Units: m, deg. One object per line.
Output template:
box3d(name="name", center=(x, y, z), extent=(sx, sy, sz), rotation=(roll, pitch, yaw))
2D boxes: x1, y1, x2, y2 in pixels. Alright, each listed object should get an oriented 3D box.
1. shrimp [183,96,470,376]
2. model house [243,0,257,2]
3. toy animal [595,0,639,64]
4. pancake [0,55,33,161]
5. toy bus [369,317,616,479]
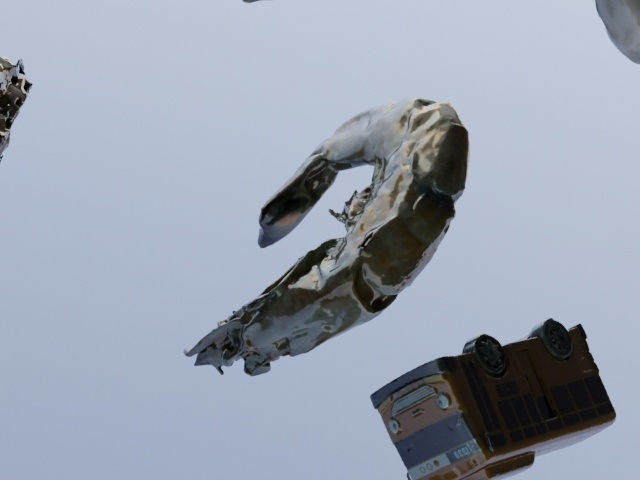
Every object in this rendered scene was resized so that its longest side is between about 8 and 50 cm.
box3d(name="shrimp", center=(0.000, 0.000, 1.395), extent=(0.085, 0.360, 0.247), rotation=(34, -154, -31))
box3d(name="model house", center=(-0.129, -0.334, 1.225), extent=(0.251, 0.329, 0.295), rotation=(32, -121, -57))
box3d(name="toy animal", center=(0.299, -0.204, 1.067), extent=(0.127, 0.193, 0.179), rotation=(9, -103, -37))
box3d(name="pancake", center=(-0.349, 0.007, 1.345), extent=(0.071, 0.382, 0.382), rotation=(20, -137, -9))
box3d(name="toy bus", center=(0.148, 0.141, 1.262), extent=(0.201, 0.098, 0.114), rotation=(-7, -110, -46))
